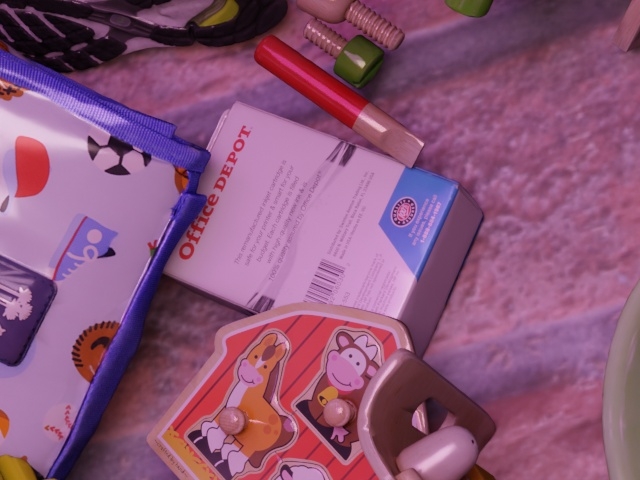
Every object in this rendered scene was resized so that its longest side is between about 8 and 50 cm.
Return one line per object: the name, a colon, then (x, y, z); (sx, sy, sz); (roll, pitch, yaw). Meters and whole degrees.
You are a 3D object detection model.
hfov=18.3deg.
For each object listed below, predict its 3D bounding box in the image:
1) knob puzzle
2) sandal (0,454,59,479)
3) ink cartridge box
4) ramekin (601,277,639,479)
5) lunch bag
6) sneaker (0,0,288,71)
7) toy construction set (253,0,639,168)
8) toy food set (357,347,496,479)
knob puzzle: (-0.010, 0.127, 1.354); (0.213, 0.030, 0.213); (-2, 86, 24)
sandal: (-0.182, 0.235, 1.333); (0.138, 0.317, 0.126); (-56, 28, 20)
ink cartridge box: (0.000, 0.000, 1.429); (0.190, 0.082, 0.140); (22, 83, 25)
ramekin: (0.328, 0.116, 1.173); (0.303, 0.148, 0.303); (15, 110, 47)
lunch bag: (-0.298, -0.001, 1.446); (0.385, 0.239, 0.328); (28, 95, 22)
sneaker: (-0.162, -0.213, 1.555); (0.299, 0.111, 0.121); (-3, 57, 17)
toy construction set: (0.135, -0.185, 1.373); (0.237, 0.257, 0.309); (37, 98, 13)
toy food set: (0.153, 0.214, 1.234); (0.092, 0.220, 0.306); (-37, 65, 6)
